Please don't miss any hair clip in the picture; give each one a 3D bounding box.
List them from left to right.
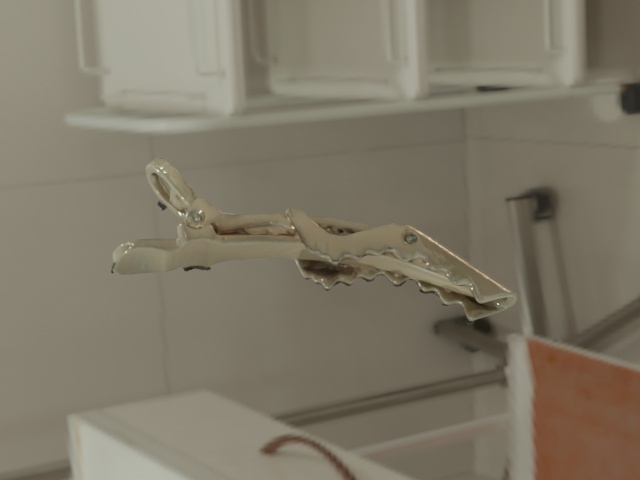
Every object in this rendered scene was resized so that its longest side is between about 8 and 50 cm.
[{"bbox_3d":[0.000,0.000,0.791,0.034,0.226,0.072,104,173,-59],"label":"hair clip"}]
